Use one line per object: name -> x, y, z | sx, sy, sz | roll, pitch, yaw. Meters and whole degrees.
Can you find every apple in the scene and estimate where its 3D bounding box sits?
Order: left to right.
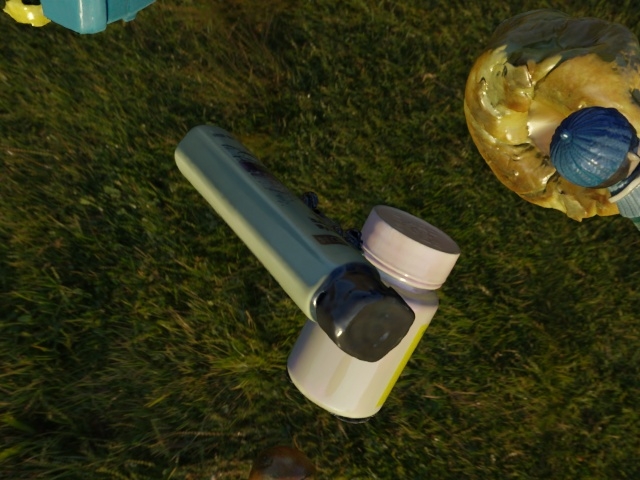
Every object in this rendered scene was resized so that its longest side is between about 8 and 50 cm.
apple -> -0.064, 0.379, 1.082 | 0.102, 0.114, 0.099 | 23, 42, 37

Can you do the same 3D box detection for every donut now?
donut -> 0.393, -0.204, 1.112 | 0.360, 0.360, 0.170 | 46, 68, 4

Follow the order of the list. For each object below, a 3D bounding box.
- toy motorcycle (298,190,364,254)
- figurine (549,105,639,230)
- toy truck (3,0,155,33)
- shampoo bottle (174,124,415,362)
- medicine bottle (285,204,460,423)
toy motorcycle -> 0.000, 0.000, 1.050 | 0.173, 0.058, 0.100 | 46, 116, 40
figurine -> 0.277, -0.062, 0.640 | 0.149, 0.086, 0.087 | 46, 74, -11
toy truck -> -0.319, -0.353, 0.708 | 0.385, 0.161, 0.162 | 33, 51, 26
shampoo bottle -> -0.033, -0.006, 0.736 | 0.078, 0.134, 0.359 | -50, 47, 4
medicine bottle -> 0.098, 0.138, 1.323 | 0.214, 0.213, 0.378 | 26, 108, 0
